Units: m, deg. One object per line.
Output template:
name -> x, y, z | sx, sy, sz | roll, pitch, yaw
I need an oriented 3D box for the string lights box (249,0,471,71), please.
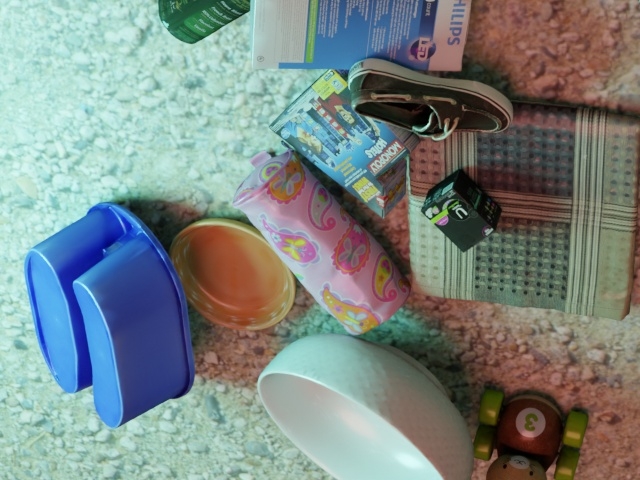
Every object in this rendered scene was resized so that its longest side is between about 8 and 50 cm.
string lights box -> 0.047, -0.278, 1.847 | 0.260, 0.076, 0.133 | 0, 132, -7

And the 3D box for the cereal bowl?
cereal bowl -> 0.083, 0.247, 2.222 | 0.339, 0.141, 0.339 | 29, 155, 15

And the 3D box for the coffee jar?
coffee jar -> -0.115, -0.324, 1.929 | 0.184, 0.096, 0.079 | -21, 146, 34

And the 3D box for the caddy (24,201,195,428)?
caddy -> -0.297, 0.107, 2.276 | 0.241, 0.179, 0.341 | 32, 139, 37

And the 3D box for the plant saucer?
plant saucer -> -0.126, 0.045, 2.256 | 0.200, 0.037, 0.200 | 11, 130, 14

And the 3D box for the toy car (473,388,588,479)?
toy car -> 0.286, 0.328, 2.204 | 0.155, 0.188, 0.149 | 14, 130, 12

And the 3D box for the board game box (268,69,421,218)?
board game box -> 0.053, -0.130, 1.981 | 0.194, 0.060, 0.194 | 46, 148, -6

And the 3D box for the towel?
towel -> 0.265, -0.046, 2.028 | 0.312, 0.056, 0.324 | 7, 125, 14

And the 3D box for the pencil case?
pencil case -> 0.000, 0.000, 2.120 | 0.124, 0.124, 0.284 | -30, 110, 36

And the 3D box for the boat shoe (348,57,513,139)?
boat shoe -> 0.135, -0.157, 1.875 | 0.219, 0.070, 0.078 | 11, 144, -17

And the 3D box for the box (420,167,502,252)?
box -> 0.184, -0.038, 1.991 | 0.083, 0.052, 0.062 | 43, 126, -15

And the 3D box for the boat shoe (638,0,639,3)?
boat shoe -> 0.393, -0.282, 1.792 | 0.040, 0.049, 0.142 | -10, 122, 50
